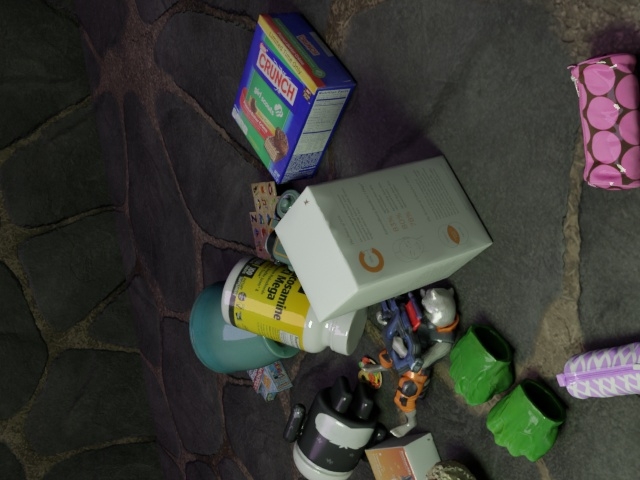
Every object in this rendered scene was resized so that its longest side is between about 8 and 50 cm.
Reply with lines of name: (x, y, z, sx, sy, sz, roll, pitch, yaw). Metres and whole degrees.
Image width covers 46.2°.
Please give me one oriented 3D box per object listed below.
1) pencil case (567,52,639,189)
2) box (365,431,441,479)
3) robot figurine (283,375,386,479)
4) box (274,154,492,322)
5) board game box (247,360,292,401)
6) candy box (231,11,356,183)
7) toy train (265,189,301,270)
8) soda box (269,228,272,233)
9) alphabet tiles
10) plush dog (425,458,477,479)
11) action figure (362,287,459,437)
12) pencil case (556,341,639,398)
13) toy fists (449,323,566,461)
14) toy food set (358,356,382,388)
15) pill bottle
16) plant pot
pencil case: (0.443, -0.180, 1.157, 0.098, 0.095, 0.209, -6, 98, 21)
box: (0.207, 0.544, 1.804, 0.170, 0.091, 0.130, -32, 76, 56)
robot figurine: (0.038, 0.482, 1.897, 0.209, 0.173, 0.278, 31, 110, 24)
box: (0.123, -0.009, 1.463, 0.215, 0.345, 0.168, 64, 145, 16)
board game box: (-0.169, 0.414, 2.327, 0.194, 0.060, 0.194, 52, 141, 31)
candy box: (-0.078, -0.342, 1.820, 0.268, 0.122, 0.317, 56, 141, 26)
toy train: (0.000, 0.000, 1.767, 0.334, 0.142, 0.190, 19, 90, 41)
soda box: (-0.064, -0.029, 1.986, 0.181, 0.061, 0.058, 13, 113, 53)
alphabet tiles: (-0.135, -0.041, 2.020, 0.198, 0.009, 0.237, 2, 104, 56)
plush dog: (0.307, 0.573, 1.591, 0.210, 0.262, 0.225, -40, 77, 19)
action figure: (0.205, 0.215, 1.665, 0.341, 0.178, 0.330, -98, 25, -50)
pencil case: (0.500, 0.216, 1.242, 0.206, 0.088, 0.086, -32, 75, 57)
toy fists: (0.359, 0.300, 1.481, 0.279, 0.096, 0.142, 51, 131, 33)
toy food set: (0.125, 0.336, 1.899, 0.083, 0.020, 0.082, 25, 123, 49)
pill bottle: (-0.061, 0.167, 1.863, 0.334, 0.188, 0.188, 16, 120, 19)
plant pot: (-0.185, 0.238, 2.116, 0.255, 0.271, 0.271, -9, 96, 42)
